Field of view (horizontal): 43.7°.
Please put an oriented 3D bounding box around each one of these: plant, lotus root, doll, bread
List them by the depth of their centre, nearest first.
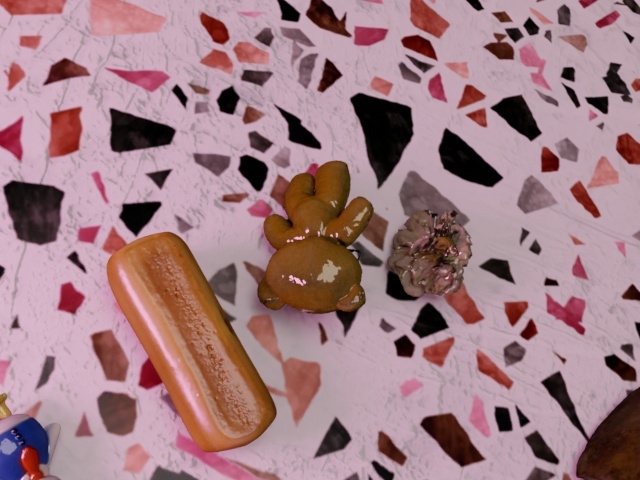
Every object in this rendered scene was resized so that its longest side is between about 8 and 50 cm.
[{"bbox_3d":[-0.270,0.210,0.730,0.098,0.057,0.143,-28,82,-47],"label":"doll"},{"bbox_3d":[-0.136,0.107,0.826,0.092,0.074,0.239,-23,75,-32],"label":"bread"},{"bbox_3d":[0.000,0.000,0.935,0.137,0.097,0.210,-6,51,17],"label":"doll"},{"bbox_3d":[0.478,0.256,0.964,0.314,0.142,0.210,-24,74,-32],"label":"lotus root"},{"bbox_3d":[0.139,0.007,0.969,0.104,0.122,0.117,1,70,-9],"label":"plant"}]
